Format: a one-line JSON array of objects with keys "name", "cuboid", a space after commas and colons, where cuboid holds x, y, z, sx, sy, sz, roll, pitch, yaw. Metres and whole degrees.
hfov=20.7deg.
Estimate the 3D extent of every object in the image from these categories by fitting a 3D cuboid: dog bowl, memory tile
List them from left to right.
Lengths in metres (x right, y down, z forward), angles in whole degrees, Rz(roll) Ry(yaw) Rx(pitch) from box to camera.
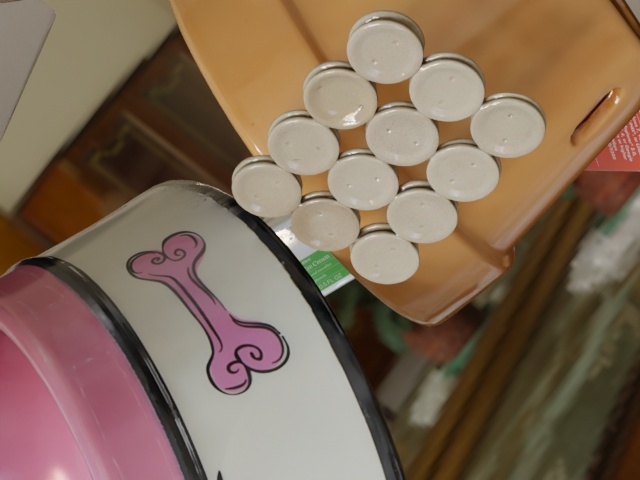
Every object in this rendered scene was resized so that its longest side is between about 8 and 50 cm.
[{"name": "dog bowl", "cuboid": [-0.103, 0.177, 1.045, 0.150, 0.408, 0.408, -16, -16, -28]}, {"name": "memory tile", "cuboid": [0.031, -0.043, 0.876, 0.148, 0.113, 0.012, -47, 22, 39]}]

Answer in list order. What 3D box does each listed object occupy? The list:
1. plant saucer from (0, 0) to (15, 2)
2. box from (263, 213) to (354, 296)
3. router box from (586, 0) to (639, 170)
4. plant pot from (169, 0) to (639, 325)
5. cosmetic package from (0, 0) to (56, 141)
[{"name": "plant saucer", "cuboid": [-0.171, -0.157, 0.885, 0.198, 0.198, 0.036, -57, -32, -58]}, {"name": "box", "cuboid": [0.000, 0.000, 1.703, 0.101, 0.087, 0.102, -31, 8, 15]}, {"name": "router box", "cuboid": [0.283, -0.162, 1.261, 0.335, 0.082, 0.301, -36, 24, -32]}, {"name": "plant pot", "cuboid": [0.071, -0.124, 1.063, 0.203, 0.291, 0.291, -35, 7, 14]}, {"name": "cosmetic package", "cuboid": [-0.464, -0.134, 1.523, 0.453, 0.230, 0.161, -20, 44, 45]}]
